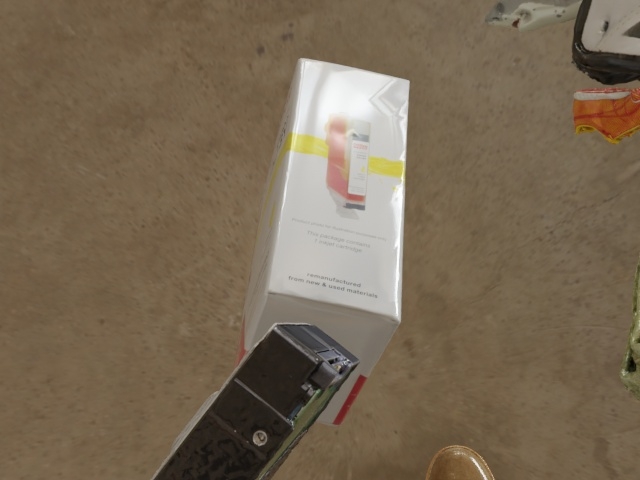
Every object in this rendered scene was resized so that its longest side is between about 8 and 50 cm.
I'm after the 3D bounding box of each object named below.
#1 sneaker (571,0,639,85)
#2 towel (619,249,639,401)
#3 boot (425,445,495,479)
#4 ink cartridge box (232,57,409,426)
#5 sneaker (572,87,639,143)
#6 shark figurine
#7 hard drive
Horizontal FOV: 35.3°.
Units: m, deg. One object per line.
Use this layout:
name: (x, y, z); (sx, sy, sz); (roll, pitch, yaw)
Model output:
sneaker: (0.172, -0.239, 0.546); (0.257, 0.169, 0.447); (-54, 52, 29)
towel: (0.178, 0.045, 0.455); (0.027, 0.148, 0.110); (-5, 52, 40)
boot: (0.185, 0.389, 1.229); (0.112, 0.115, 0.305); (-7, 59, 7)
ink cartridge box: (0.000, 0.000, 1.307); (0.160, 0.279, 0.385); (12, 52, -7)
sneaker: (0.367, -0.148, 1.184); (0.064, 0.175, 0.067); (-10, 100, -22)
shark figurine: (0.322, -0.264, 1.005); (0.278, 0.166, 0.116); (2, 76, -19)
hard drive: (-0.101, 0.211, 0.775); (0.064, 0.237, 0.339); (38, 91, 8)
